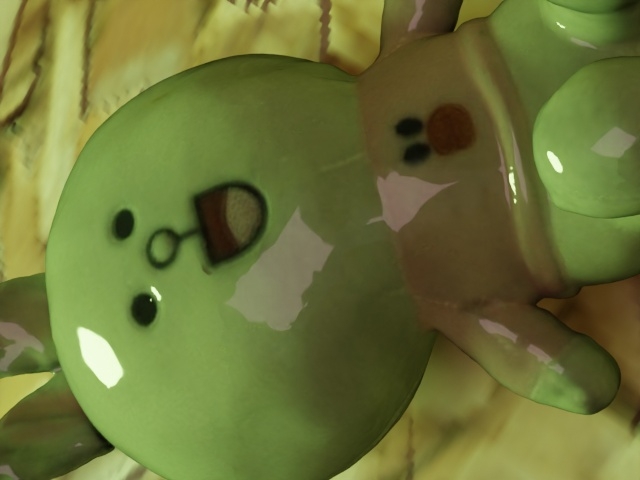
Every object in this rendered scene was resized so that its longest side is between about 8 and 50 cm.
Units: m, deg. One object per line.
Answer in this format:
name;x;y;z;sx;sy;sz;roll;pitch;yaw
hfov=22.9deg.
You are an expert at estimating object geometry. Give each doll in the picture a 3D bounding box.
doll;0.010;-0.001;0.477;0.275;0.113;0.155;-30;71;29
